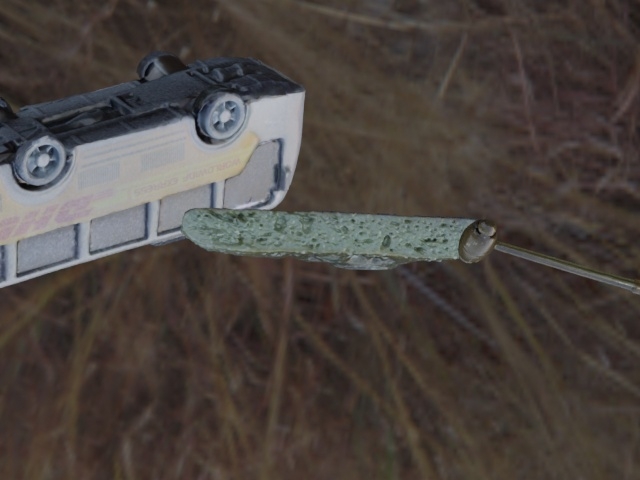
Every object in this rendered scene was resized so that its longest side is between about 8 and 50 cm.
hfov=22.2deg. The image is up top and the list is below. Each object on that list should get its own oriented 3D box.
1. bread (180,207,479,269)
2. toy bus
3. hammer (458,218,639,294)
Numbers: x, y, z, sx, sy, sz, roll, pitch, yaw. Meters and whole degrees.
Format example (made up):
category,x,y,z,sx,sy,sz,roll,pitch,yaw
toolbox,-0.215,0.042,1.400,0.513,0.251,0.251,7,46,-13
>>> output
category,x,y,z,sx,sy,sz,roll,pitch,yaw
bread,0.003,0.000,1.070,0.193,0.112,0.036,3,89,-7
toy bus,-0.170,-0.055,1.269,0.343,0.097,0.138,-17,124,-34
hammer,0.116,0.015,0.685,0.123,0.014,0.029,16,148,-13
